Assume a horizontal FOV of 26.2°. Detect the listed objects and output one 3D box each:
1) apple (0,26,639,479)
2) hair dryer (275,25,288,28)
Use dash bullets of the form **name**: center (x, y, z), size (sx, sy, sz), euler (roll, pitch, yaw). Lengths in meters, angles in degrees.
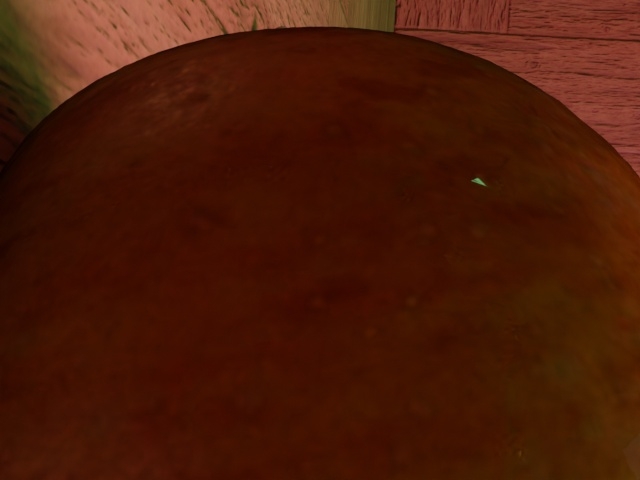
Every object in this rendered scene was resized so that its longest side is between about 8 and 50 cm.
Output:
- **apple**: center (0.014, 0.121, 0.566), size (0.400, 0.334, 0.400), euler (5, 90, -84)
- **hair dryer**: center (-0.051, -0.040, 1.189), size (0.206, 0.075, 0.237), euler (-88, -174, -60)
